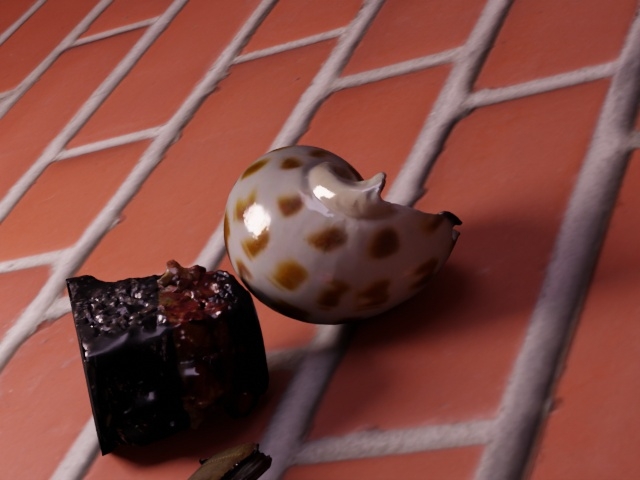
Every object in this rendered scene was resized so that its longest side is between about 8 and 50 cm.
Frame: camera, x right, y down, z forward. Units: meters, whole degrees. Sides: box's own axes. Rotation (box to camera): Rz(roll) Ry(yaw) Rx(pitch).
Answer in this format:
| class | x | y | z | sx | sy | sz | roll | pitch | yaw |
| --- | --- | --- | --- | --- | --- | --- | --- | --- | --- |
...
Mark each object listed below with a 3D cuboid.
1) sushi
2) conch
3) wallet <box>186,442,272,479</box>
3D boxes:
| class | x | y | z | sx | sy | sz | roll | pitch | yaw |
| --- | --- | --- | --- | --- | --- | --- | --- | --- | --- |
| sushi | -0.127 | 0.094 | 1.312 | 0.150 | 0.153 | 0.172 | -11 | 1 | -10 |
| conch | 0.000 | 0.000 | 1.365 | 0.149 | 0.182 | 0.275 | -56 | 12 | -3 |
| wallet | -0.140 | 0.240 | 1.115 | 0.255 | 0.031 | 0.137 | -43 | 3 | -30 |
